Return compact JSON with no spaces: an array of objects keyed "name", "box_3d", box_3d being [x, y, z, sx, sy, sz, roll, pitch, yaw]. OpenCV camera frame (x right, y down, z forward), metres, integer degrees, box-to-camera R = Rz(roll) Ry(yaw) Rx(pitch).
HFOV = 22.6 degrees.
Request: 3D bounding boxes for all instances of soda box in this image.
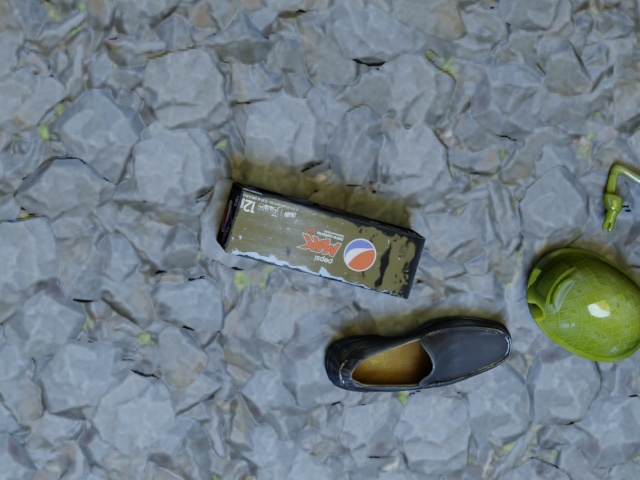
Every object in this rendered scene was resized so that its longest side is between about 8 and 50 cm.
[{"name":"soda box","box_3d":[0.000,0.000,1.371,0.169,0.053,0.060,15,97,-13]}]

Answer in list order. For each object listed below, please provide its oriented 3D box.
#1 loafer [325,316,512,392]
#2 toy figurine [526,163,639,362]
[{"name":"loafer","box_3d":[0.092,0.107,1.405,0.170,0.061,0.062,-12,101,-10]},{"name":"toy figurine","box_3d":[0.381,0.099,1.383,0.362,0.217,0.191,33,92,-16]}]
